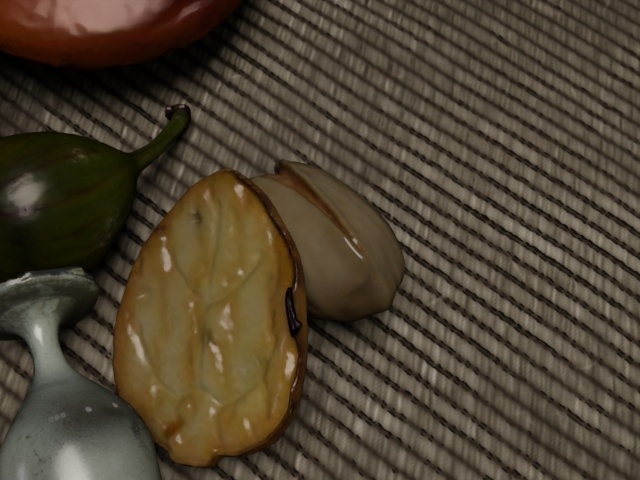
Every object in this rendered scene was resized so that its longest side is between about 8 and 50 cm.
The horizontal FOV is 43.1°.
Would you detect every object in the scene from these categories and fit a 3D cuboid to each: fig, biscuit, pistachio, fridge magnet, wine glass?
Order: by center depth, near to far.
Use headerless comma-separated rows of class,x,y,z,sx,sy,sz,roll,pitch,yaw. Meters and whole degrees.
wine glass,-0.209,0.151,0.667,0.126,0.126,0.241,-19,64,-10
biscuit,-0.093,0.066,0.707,0.203,0.041,0.260,0,81,31
pistachio,0.000,0.000,0.746,0.124,0.124,0.185,-39,72,-17
fig,-0.215,-0.046,0.776,0.259,0.151,0.151,-24,67,-37
fridge magnet,-0.236,-0.328,0.862,0.364,0.155,0.363,1,66,-2
